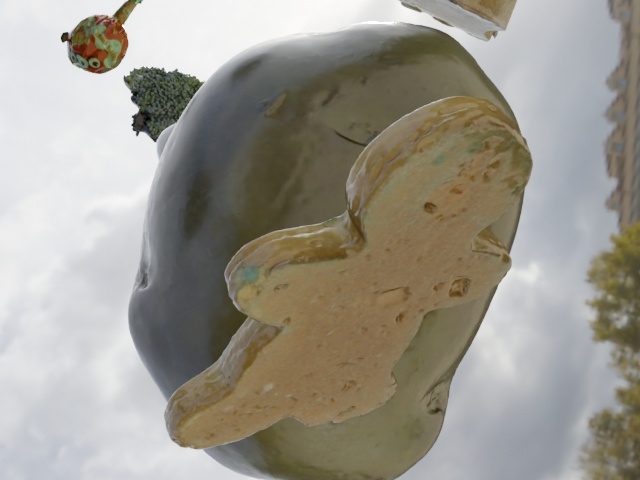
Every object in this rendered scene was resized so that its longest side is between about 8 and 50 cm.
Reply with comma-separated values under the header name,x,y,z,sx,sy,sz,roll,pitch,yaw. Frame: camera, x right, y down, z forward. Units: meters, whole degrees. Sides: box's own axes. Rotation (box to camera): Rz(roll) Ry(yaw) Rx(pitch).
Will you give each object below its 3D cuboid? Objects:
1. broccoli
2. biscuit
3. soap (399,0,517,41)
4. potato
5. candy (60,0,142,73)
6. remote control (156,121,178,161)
name,x,y,z,sx,sy,sz,roll,pitch,yaw
broccoli,-0.207,-0.166,1.437,0.204,0.122,0.118,104,164,-73
biscuit,0.020,0.022,0.496,0.153,0.030,0.234,-5,-39,-33
soap,0.188,-0.401,1.253,0.089,0.173,0.274,170,121,-77
potato,0.000,0.000,0.704,0.221,0.243,0.326,138,155,-82
candy,-0.158,-0.220,0.917,0.185,0.055,0.049,-56,-18,-18
remote control,-0.036,-0.051,1.154,0.103,0.332,0.221,-65,-25,-9
